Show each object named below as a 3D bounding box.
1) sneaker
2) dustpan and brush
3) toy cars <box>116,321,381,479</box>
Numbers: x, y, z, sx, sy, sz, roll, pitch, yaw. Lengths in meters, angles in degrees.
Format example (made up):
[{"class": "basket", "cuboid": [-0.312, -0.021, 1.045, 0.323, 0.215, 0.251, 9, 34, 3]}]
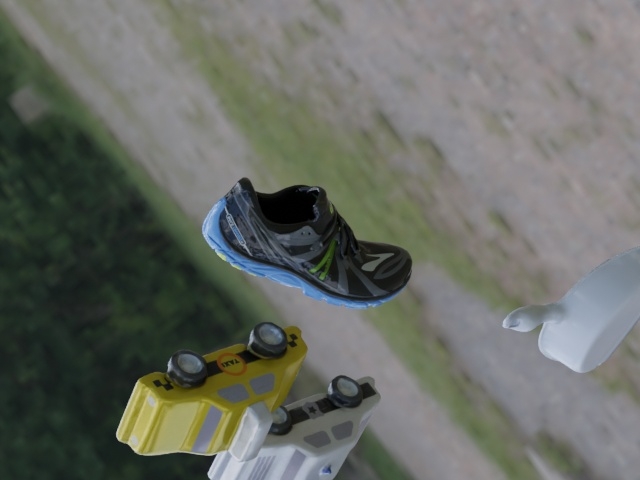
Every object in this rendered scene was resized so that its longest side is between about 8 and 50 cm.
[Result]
[{"class": "sneaker", "cuboid": [0.000, 0.000, 1.555, 0.188, 0.078, 0.067, 18, -155, -30]}, {"class": "dustpan and brush", "cuboid": [0.228, 0.065, 1.754, 0.060, 0.147, 0.211, 41, -151, 17]}, {"class": "toy cars", "cuboid": [-0.045, 0.178, 1.853, 0.087, 0.176, 0.394, 50, -175, 26]}]
